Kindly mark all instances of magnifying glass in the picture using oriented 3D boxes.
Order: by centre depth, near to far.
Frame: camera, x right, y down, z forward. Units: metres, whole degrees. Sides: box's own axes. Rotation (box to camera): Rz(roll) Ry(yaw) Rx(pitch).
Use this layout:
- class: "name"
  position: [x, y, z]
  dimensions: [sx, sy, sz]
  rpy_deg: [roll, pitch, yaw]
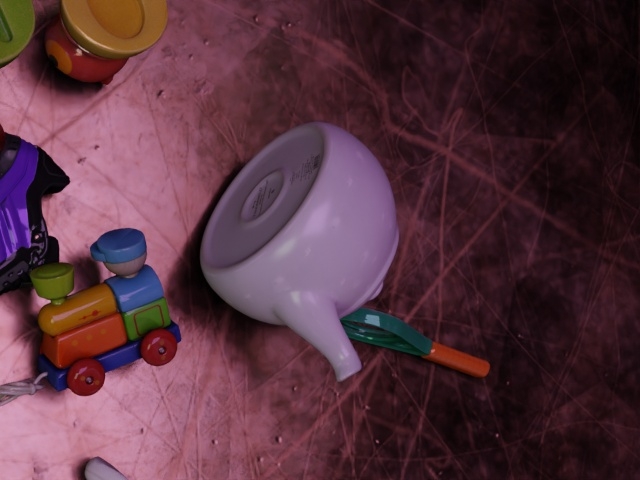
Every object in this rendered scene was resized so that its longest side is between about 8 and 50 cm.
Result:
- class: "magnifying glass"
  position: [0.109, 0.122, 1.770]
  dimensions: [0.231, 0.092, 0.026]
  rpy_deg: [24, 70, -28]

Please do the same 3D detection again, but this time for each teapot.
- class: "teapot"
  position: [0.000, 0.000, 1.666]
  dimensions: [0.187, 0.252, 0.256]
  rpy_deg: [38, 81, -26]

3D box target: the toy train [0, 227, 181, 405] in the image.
- class: "toy train"
  position: [-0.281, 0.089, 1.569]
  dimensions: [0.248, 0.105, 0.143]
  rpy_deg: [-21, 116, -24]

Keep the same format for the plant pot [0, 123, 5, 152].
- class: "plant pot"
  position: [-0.463, -0.094, 1.386]
  dimensions: [0.236, 0.267, 0.267]
  rpy_deg: [-17, 69, -46]

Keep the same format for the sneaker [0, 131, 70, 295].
- class: "sneaker"
  position: [-0.356, 0.024, 1.574]
  dimensions: [0.146, 0.102, 0.293]
  rpy_deg: [28, 73, -17]

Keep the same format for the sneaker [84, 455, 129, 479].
- class: "sneaker"
  position: [-0.202, 0.337, 1.610]
  dimensions: [0.094, 0.080, 0.212]
  rpy_deg: [-40, 99, -11]

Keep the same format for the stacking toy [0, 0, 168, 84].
- class: "stacking toy"
  position: [-0.352, -0.293, 1.610]
  dimensions: [0.280, 0.130, 0.309]
  rpy_deg: [-22, 80, -32]
